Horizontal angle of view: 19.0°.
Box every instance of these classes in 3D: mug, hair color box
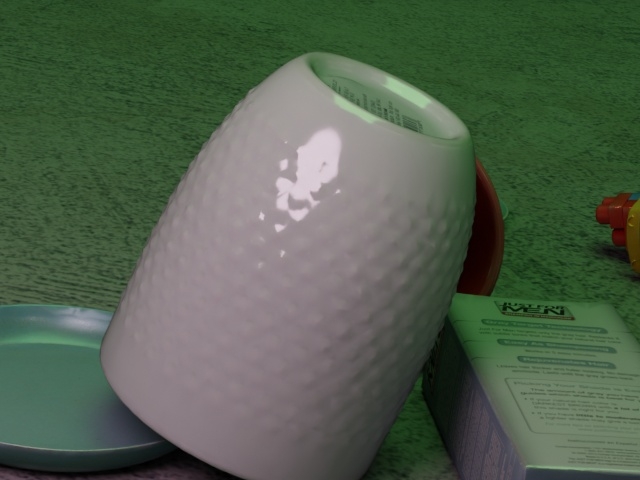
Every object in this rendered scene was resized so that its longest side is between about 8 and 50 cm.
[{"bbox_3d":[0.000,0.000,1.757,0.276,0.328,0.374,28,19,4],"label":"mug"},{"bbox_3d":[0.223,0.173,1.770,0.185,0.114,0.374,4,21,-10],"label":"hair color box"}]

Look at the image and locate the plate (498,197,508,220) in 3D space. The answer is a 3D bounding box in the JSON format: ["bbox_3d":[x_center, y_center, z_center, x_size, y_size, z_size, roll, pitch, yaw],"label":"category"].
[{"bbox_3d":[0.147,-0.042,2.449,0.188,0.024,0.188,6,20,-2],"label":"plate"}]

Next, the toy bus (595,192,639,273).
[{"bbox_3d":[0.438,-0.015,2.338,0.211,0.149,0.220,1,20,19],"label":"toy bus"}]

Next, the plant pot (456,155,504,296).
[{"bbox_3d":[0.051,-0.027,2.064,0.275,0.275,0.243,7,10,-2],"label":"plant pot"}]

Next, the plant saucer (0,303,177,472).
[{"bbox_3d":[-0.246,0.140,1.788,0.317,0.044,0.317,8,20,-3],"label":"plant saucer"}]
